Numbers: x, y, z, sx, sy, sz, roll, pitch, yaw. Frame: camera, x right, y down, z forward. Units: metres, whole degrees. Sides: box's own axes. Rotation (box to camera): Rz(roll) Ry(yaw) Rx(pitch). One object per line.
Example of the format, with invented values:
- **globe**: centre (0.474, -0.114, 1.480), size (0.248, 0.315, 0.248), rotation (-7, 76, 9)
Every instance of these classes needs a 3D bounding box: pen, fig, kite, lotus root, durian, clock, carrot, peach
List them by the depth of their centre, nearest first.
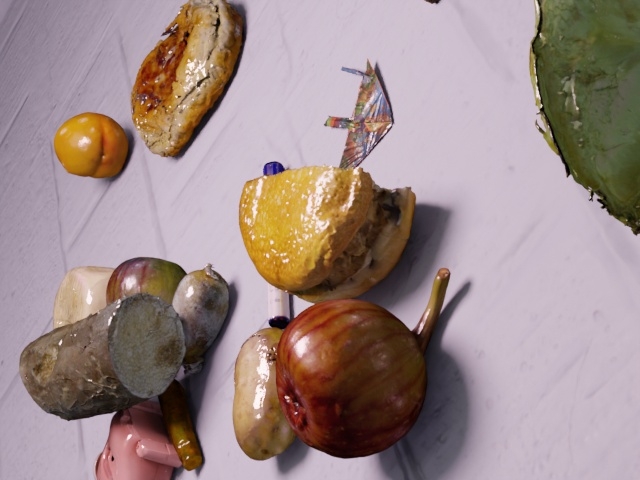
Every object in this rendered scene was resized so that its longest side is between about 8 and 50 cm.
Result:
- **durian**: centre (0.288, -0.192, 1.035), size (0.163, 0.198, 0.394), rotation (-16, 61, 53)
- **fig**: centre (0.057, 0.137, 1.283), size (0.175, 0.207, 0.175), rotation (39, 140, 43)
- **kite**: centre (0.051, -0.157, 1.587), size (0.160, 0.010, 0.183), rotation (10, 83, 56)
- **pen**: centre (-0.061, 0.003, 1.647), size (0.033, 0.033, 0.269), rotation (-41, 40, 40)
- **carrot**: centre (-0.201, 0.264, 1.707), size (0.042, 0.042, 0.171), rotation (-56, 35, 21)
- **lotus root**: centre (-0.183, 0.113, 1.734), size (0.088, 0.088, 0.165), rotation (38, 116, 59)
- **clock**: centre (-0.282, 0.331, 1.746), size (0.162, 0.093, 0.166), rotation (-63, 31, 17)
- **fig**: centre (-0.268, 0.148, 1.813), size (0.149, 0.149, 0.245), rotation (1, 84, 59)
- **peach**: centre (-0.435, -0.182, 2.269), size (0.138, 0.138, 0.138), rotation (-36, 43, 43)

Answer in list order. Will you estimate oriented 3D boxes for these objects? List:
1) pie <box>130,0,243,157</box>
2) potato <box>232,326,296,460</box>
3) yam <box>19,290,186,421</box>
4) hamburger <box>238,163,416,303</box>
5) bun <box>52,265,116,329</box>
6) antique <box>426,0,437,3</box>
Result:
- **pie**: centre (-0.235, -0.305, 2.073), size (0.308, 0.085, 0.308), rotation (-37, 42, 42)
- **potato**: centre (-0.065, 0.189, 1.489), size (0.107, 0.080, 0.170), rotation (-46, 33, 48)
- **yam**: centre (-0.313, 0.176, 1.706), size (0.254, 0.154, 0.154), rotation (-24, 51, 36)
- **hamburger**: centre (0.000, 0.000, 1.445), size (0.283, 0.144, 0.156), rotation (-7, 76, 59)
- **bun**: centre (-0.368, 0.140, 1.975), size (0.178, 0.128, 0.193), rotation (1, 84, 59)
- **antique**: centre (0.180, -0.456, 1.481), size (0.310, 0.093, 0.087), rotation (-55, 33, 21)
